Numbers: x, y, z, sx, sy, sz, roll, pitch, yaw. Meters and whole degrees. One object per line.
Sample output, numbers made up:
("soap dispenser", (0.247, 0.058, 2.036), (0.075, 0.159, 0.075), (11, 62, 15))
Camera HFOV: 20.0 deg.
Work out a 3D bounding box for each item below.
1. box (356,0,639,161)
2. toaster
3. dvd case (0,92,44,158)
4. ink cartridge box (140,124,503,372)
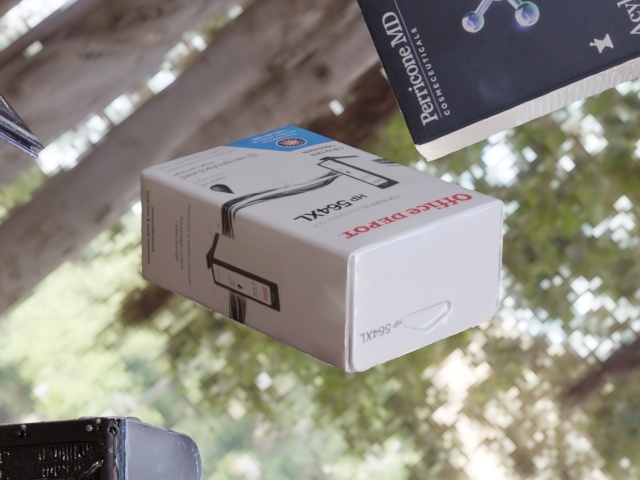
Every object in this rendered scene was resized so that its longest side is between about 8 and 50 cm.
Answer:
("box", (0.241, -0.302, 2.037), (0.212, 0.395, 0.294), (14, 54, -82))
("toaster", (-0.176, 0.216, 1.270), (0.168, 0.186, 0.110), (-9, -14, 33))
("dvd case", (-0.368, -0.170, 1.737), (0.164, 0.018, 0.221), (33, 10, -47))
("ink cartridge box", (0.000, 0.000, 1.202), (0.203, 0.148, 0.086), (21, -61, 41))
